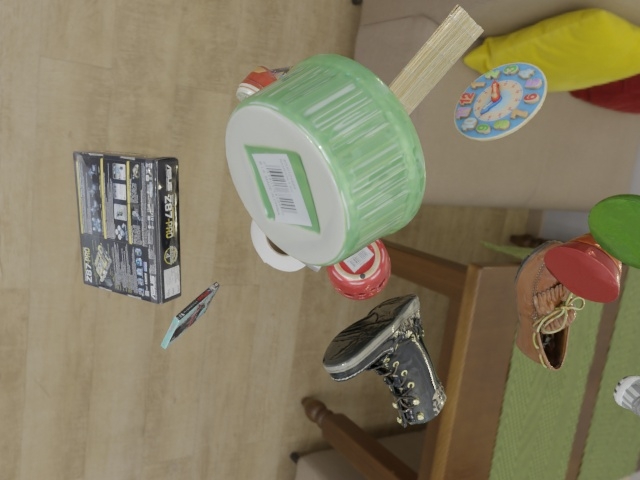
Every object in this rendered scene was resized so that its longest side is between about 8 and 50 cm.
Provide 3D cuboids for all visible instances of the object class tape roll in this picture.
[{"bbox_3d":[-0.094,-0.037,1.871,0.169,0.246,0.246,-40,126,-55],"label":"tape roll"}]

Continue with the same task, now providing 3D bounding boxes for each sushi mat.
[{"bbox_3d":[0.214,-0.348,1.174,0.316,0.019,0.151,-48,157,26],"label":"sushi mat"}]

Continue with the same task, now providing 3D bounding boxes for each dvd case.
[{"bbox_3d":[-0.229,0.131,0.962,0.087,0.013,0.119,-56,175,36],"label":"dvd case"}]

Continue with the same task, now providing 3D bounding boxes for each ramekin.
[{"bbox_3d":[-0.007,-0.108,0.822,0.148,0.303,0.304,-35,119,-31],"label":"ramekin"}]

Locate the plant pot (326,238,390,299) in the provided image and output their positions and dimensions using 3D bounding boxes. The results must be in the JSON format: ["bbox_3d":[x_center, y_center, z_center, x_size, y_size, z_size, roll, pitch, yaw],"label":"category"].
[{"bbox_3d":[0.106,0.064,1.560,0.191,0.191,0.174,-54,163,-10],"label":"plant pot"}]

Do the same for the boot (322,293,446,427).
[{"bbox_3d":[0.105,0.193,0.778,0.236,0.085,0.179,-26,99,-55],"label":"boot"}]

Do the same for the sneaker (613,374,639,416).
[{"bbox_3d":[0.643,0.316,0.944,0.228,0.132,0.086,13,104,-3],"label":"sneaker"}]

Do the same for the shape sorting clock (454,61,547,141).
[{"bbox_3d":[0.384,-0.303,1.176,0.040,0.206,0.206,37,82,-36],"label":"shape sorting clock"}]

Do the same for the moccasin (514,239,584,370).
[{"bbox_3d":[0.529,0.161,1.255,0.139,0.147,0.380,-22,129,-18],"label":"moccasin"}]

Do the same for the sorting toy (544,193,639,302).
[{"bbox_3d":[0.451,-0.033,0.755,0.126,0.127,0.366,-44,165,-19],"label":"sorting toy"}]

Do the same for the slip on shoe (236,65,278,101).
[{"bbox_3d":[-0.056,-0.319,1.378,0.331,0.123,0.101,32,78,-28],"label":"slip on shoe"}]

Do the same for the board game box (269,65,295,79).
[{"bbox_3d":[-0.115,-0.486,1.678,0.170,0.140,0.048,-69,151,-49],"label":"board game box"}]

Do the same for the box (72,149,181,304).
[{"bbox_3d":[-0.538,-0.044,1.514,0.097,0.318,0.396,-25,119,-61],"label":"box"}]

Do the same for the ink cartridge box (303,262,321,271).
[{"bbox_3d":[0.000,0.000,1.099,0.062,0.029,0.115,33,70,5],"label":"ink cartridge box"}]
